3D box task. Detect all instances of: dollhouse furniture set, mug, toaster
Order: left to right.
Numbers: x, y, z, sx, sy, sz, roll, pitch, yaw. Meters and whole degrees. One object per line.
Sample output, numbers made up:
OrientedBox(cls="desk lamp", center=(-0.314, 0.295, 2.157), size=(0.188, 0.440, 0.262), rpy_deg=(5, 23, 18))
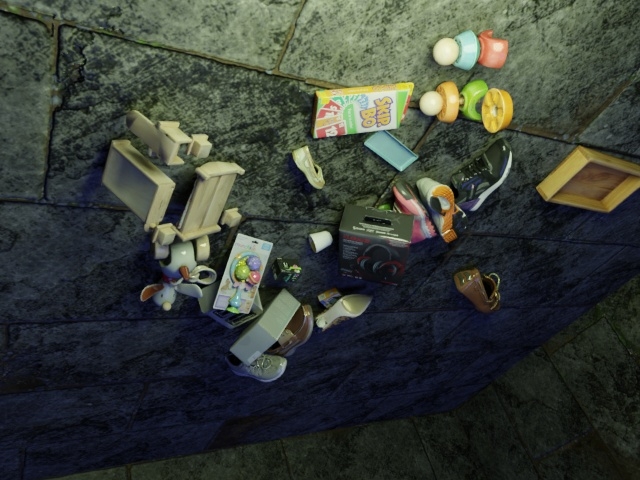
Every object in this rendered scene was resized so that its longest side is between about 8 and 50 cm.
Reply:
OrientedBox(cls="dollhouse furniture set", center=(-0.322, -0.171, 1.244), size=(0.355, 0.173, 0.303), rpy_deg=(-21, 145, -57))
OrientedBox(cls="toaster", center=(-0.291, 0.198, 1.689), size=(0.185, 0.110, 0.168), rpy_deg=(-27, 146, 8))
OrientedBox(cls="mug", center=(0.000, -0.002, 1.629), size=(0.064, 0.078, 0.062), rpy_deg=(-22, 113, -14))

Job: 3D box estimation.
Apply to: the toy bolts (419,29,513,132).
OrientedBox(cls="toy bolts", center=(0.339, -0.369, 1.197), size=(0.158, 0.218, 0.229), rpy_deg=(-6, 125, -10))

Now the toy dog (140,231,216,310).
OrientedBox(cls="toy dog", center=(-0.413, 0.111, 1.466), size=(0.220, 0.161, 0.334), rpy_deg=(-12, 144, -12))

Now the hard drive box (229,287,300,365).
OrientedBox(cls="hard drive box", center=(-0.191, 0.299, 1.773), size=(0.089, 0.232, 0.181), rpy_deg=(44, 121, -4))

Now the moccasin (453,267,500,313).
OrientedBox(cls="moccasin", center=(0.715, 0.215, 2.222), size=(0.147, 0.139, 0.380), rpy_deg=(-27, 136, 24))

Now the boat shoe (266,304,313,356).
OrientedBox(cls="boat shoe", center=(-0.127, 0.363, 1.989), size=(0.116, 0.123, 0.324), rpy_deg=(5, 136, -29))

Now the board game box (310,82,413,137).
OrientedBox(cls="board game box", center=(0.107, -0.324, 1.264), size=(0.259, 0.039, 0.124), rpy_deg=(-12, 145, -17))

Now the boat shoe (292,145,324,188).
OrientedBox(cls="boat shoe", center=(-0.021, -0.193, 1.354), size=(0.048, 0.056, 0.153), rpy_deg=(-25, 138, 15))

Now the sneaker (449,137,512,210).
OrientedBox(cls="sneaker", center=(0.477, -0.194, 1.569), size=(0.124, 0.107, 0.283), rpy_deg=(1, 140, -19))

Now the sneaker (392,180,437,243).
OrientedBox(cls="sneaker", center=(0.272, -0.066, 1.613), size=(0.136, 0.116, 0.314), rpy_deg=(-31, 144, 9))

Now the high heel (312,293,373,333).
OrientedBox(cls="high heel", center=(0.076, 0.283, 2.001), size=(0.261, 0.093, 0.186), rpy_deg=(-24, 170, -17))

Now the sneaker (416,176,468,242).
OrientedBox(cls="sneaker", center=(0.381, -0.105, 1.610), size=(0.099, 0.121, 0.262), rpy_deg=(-34, 132, -1))

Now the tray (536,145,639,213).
OrientedBox(cls="tray", center=(0.989, -0.211, 1.831), size=(0.410, 0.076, 0.203), rpy_deg=(5, 137, -33))

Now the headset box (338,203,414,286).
OrientedBox(cls="headset box", center=(0.170, 0.011, 1.597), size=(0.218, 0.110, 0.293), rpy_deg=(11, 146, 8))

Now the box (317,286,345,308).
OrientedBox(cls="box", center=(0.053, 0.234, 1.986), size=(0.081, 0.028, 0.136), rpy_deg=(-28, 143, 10))

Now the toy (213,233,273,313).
OrientedBox(cls="toy", center=(-0.224, 0.111, 1.547), size=(0.136, 0.056, 0.237), rpy_deg=(18, 95, -43))

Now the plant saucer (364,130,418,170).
OrientedBox(cls="plant saucer", center=(0.198, -0.255, 1.415), size=(0.067, 0.018, 0.192), rpy_deg=(-39, 141, 24))

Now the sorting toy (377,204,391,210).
OrientedBox(cls="sorting toy", center=(0.185, -0.072, 1.630), size=(0.101, 0.042, 0.061), rpy_deg=(-20, 145, -1))

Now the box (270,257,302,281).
OrientedBox(cls="box", center=(-0.113, 0.099, 1.689), size=(0.083, 0.062, 0.052), rpy_deg=(6, 136, -34))

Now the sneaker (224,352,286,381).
OrientedBox(cls="sneaker", center=(-0.268, 0.502, 2.048), size=(0.281, 0.105, 0.115), rpy_deg=(-8, 141, 28))
